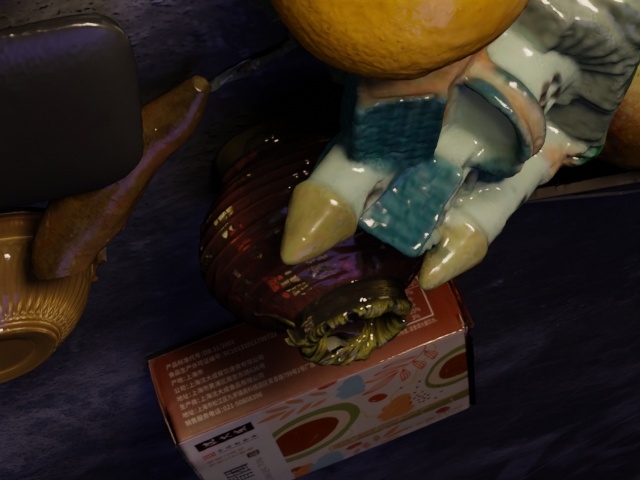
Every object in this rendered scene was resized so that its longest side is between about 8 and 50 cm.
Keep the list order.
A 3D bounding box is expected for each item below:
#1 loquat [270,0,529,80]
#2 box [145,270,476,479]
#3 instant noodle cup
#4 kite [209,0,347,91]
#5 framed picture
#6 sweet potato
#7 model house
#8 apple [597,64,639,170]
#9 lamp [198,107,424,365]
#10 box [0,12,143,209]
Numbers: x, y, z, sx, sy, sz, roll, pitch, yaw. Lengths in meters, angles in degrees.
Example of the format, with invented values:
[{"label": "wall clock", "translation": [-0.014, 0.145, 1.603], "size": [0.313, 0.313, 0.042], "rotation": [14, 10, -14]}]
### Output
[{"label": "loquat", "translation": [0.055, -0.219, 1.031], "size": [0.208, 0.208, 0.208], "rotation": [-19, 156, -9]}, {"label": "box", "translation": [0.004, 0.189, 1.924], "size": [0.385, 0.122, 0.344], "rotation": [-21, 156, -2]}, {"label": "instant noodle cup", "translation": [-0.331, 0.080, 1.451], "size": [0.274, 0.091, 0.274], "rotation": [-19, 157, -9]}, {"label": "kite", "translation": [-0.019, -0.173, 1.296], "size": [0.250, 0.012, 0.229], "rotation": [-27, 155, 12]}, {"label": "framed picture", "translation": [0.367, -0.068, 1.680], "size": [0.213, 0.016, 0.289], "rotation": [-6, 178, -33]}, {"label": "sweet potato", "translation": [-0.181, -0.064, 1.315], "size": [0.077, 0.077, 0.244], "rotation": [12, 124, -52]}, {"label": "model house", "translation": [0.098, -0.075, 1.210], "size": [0.325, 0.194, 0.267], "rotation": [-50, 166, -23]}, {"label": "apple", "translation": [0.325, -0.153, 1.459], "size": [0.207, 0.174, 0.188], "rotation": [-2, 150, -7]}, {"label": "lamp", "translation": [0.000, 0.000, 1.412], "size": [0.247, 0.247, 0.247], "rotation": [-19, 156, -9]}, {"label": "box", "translation": [-0.242, -0.097, 1.187], "size": [0.201, 0.042, 0.212], "rotation": [-12, 147, -7]}]
